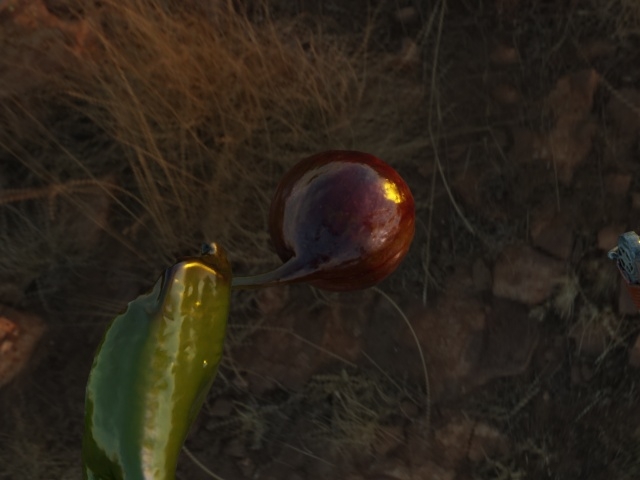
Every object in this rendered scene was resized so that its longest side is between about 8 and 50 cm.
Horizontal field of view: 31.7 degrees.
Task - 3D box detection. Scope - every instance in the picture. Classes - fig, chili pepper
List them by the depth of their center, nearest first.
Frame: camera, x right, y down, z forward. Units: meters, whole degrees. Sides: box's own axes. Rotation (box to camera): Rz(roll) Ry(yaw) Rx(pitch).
[{"bbox_3d":[-0.040,0.103,0.317,0.050,0.052,0.201,-6,92,6],"label":"chili pepper"},{"bbox_3d":[0.007,-0.002,1.287,0.175,0.175,0.207,28,56,18],"label":"fig"}]

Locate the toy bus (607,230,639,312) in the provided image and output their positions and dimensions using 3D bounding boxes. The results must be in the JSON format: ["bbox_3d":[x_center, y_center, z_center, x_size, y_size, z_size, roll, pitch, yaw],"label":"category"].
[{"bbox_3d":[0.346,0.032,0.972,0.121,0.265,0.119,-23,91,-5],"label":"toy bus"}]
